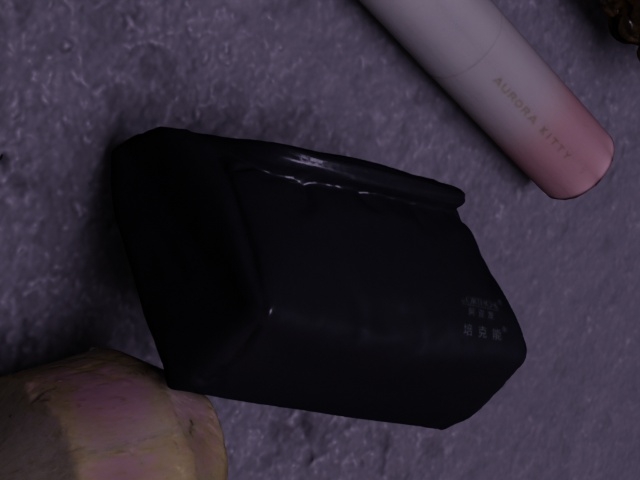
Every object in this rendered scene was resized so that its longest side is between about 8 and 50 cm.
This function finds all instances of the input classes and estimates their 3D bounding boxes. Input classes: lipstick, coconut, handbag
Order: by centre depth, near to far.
[{"bbox_3d":[-0.187,0.190,1.291,0.237,0.237,0.197,-10,101,-36],"label":"coconut"},{"bbox_3d":[0.002,-0.001,1.358,0.302,0.275,0.178,11,137,-38],"label":"handbag"},{"bbox_3d":[0.153,-0.161,1.563,0.327,0.087,0.087,41,74,-37],"label":"lipstick"}]

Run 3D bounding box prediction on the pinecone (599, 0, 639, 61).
[{"bbox_3d":[0.390,-0.283,1.629,0.243,0.243,0.257,36,69,-38],"label":"pinecone"}]
